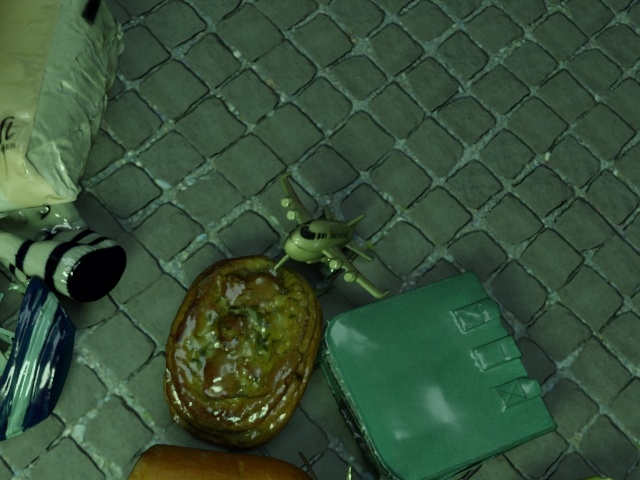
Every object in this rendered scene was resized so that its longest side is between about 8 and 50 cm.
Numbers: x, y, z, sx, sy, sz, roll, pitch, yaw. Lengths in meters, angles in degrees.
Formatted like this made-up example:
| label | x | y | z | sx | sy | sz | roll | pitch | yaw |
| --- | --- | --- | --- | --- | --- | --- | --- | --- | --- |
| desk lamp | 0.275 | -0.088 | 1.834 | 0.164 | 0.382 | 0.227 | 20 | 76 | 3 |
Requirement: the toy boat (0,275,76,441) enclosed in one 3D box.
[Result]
| label | x | y | z | sx | sy | sz | roll | pitch | yaw |
| --- | --- | --- | --- | --- | --- | --- | --- | --- | --- |
| toy boat | -0.442 | 0.115 | 1.489 | 0.292 | 0.070 | 0.210 | 41 | 91 | 8 |

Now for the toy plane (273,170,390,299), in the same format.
| label | x | y | z | sx | sy | sz | roll | pitch | yaw |
| --- | --- | --- | --- | --- | --- | --- | --- | --- | --- |
| toy plane | 0.000 | 0.000 | 1.616 | 0.229 | 0.092 | 0.244 | 50 | 23 | 10 |

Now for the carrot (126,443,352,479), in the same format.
| label | x | y | z | sx | sy | sz | roll | pitch | yaw |
| --- | --- | --- | --- | --- | --- | --- | --- | --- | --- |
| carrot | -0.095 | 0.359 | 1.429 | 0.331 | 0.214 | 0.193 | 9 | 91 | -7 |

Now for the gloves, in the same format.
| label | x | y | z | sx | sy | sz | roll | pitch | yaw |
| --- | --- | --- | --- | --- | --- | --- | --- | --- | --- |
| gloves | -0.377 | 0.000 | 1.566 | 0.219 | 0.131 | 0.140 | 24 | 62 | 31 |

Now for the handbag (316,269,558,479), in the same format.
| label | x | y | z | sx | sy | sz | roll | pitch | yaw |
| --- | --- | --- | --- | --- | --- | --- | --- | --- | --- |
| handbag | 0.153 | 0.203 | 1.614 | 0.274 | 0.100 | 0.268 | -21 | 70 | -22 |

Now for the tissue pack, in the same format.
| label | x | y | z | sx | sy | sz | roll | pitch | yaw |
| --- | --- | --- | --- | --- | --- | --- | --- | --- | --- |
| tissue pack | -0.451 | -0.165 | 1.518 | 0.376 | 0.195 | 0.390 | -12 | 52 | 22 |

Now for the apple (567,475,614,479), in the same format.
| label | x | y | z | sx | sy | sz | roll | pitch | yaw |
| --- | --- | --- | --- | --- | --- | --- | --- | --- | --- |
| apple | 0.291 | 0.444 | 1.531 | 0.193 | 0.120 | 0.265 | 6 | 63 | 2 |

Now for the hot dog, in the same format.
| label | x | y | z | sx | sy | sz | roll | pitch | yaw |
| --- | --- | --- | --- | --- | --- | --- | --- | --- | --- |
| hot dog | -0.099 | 0.138 | 1.563 | 0.196 | 0.122 | 0.272 | 18 | 65 | 5 |
